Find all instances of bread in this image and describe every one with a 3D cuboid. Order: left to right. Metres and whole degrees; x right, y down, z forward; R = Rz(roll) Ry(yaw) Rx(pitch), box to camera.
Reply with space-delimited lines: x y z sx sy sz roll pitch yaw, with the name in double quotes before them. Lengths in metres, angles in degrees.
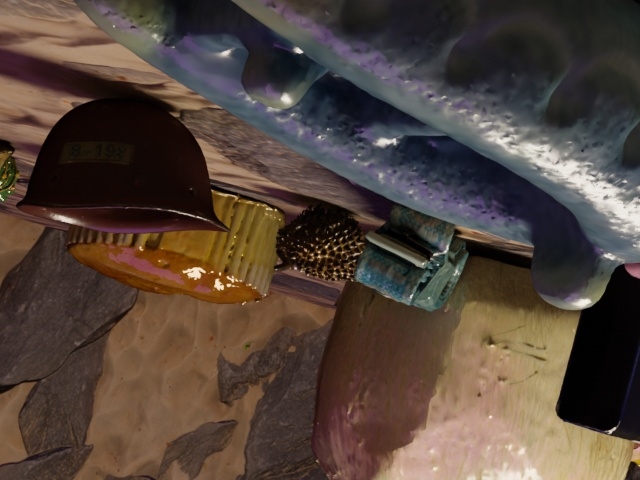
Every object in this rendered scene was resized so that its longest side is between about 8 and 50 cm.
"bread" -0.172 -0.003 1.643 0.250 0.133 0.179 16 170 -21

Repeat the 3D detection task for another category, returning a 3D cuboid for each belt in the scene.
"belt" 0.091 0.017 1.328 0.072 0.087 0.302 30 -179 11

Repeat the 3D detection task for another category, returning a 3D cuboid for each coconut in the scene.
"coconut" 0.177 0.207 1.628 0.405 0.404 0.404 14 174 2

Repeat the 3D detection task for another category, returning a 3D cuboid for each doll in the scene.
"doll" -0.412 -0.105 1.698 0.078 0.076 0.113 -9 147 -9

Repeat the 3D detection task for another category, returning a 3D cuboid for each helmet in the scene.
"helmet" -0.154 -0.062 1.134 0.175 0.106 0.155 7 175 18

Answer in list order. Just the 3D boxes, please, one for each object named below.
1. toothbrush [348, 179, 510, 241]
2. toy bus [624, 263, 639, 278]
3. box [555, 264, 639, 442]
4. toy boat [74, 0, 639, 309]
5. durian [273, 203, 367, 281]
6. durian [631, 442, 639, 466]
"toothbrush" 0.101 -0.031 1.251 0.194 0.014 0.017 19 174 -36
"toy bus" 0.326 0.027 1.009 0.203 0.063 0.090 17 173 -14
"box" 0.324 0.117 1.360 0.071 0.168 0.259 13 176 33
"toy boat" 0.046 -0.056 0.630 0.330 0.123 0.215 20 171 -35
"durian" -0.002 -0.002 1.479 0.110 0.071 0.140 27 -156 27
"durian" 0.445 0.203 1.831 0.196 0.185 0.305 -30 -124 -36
